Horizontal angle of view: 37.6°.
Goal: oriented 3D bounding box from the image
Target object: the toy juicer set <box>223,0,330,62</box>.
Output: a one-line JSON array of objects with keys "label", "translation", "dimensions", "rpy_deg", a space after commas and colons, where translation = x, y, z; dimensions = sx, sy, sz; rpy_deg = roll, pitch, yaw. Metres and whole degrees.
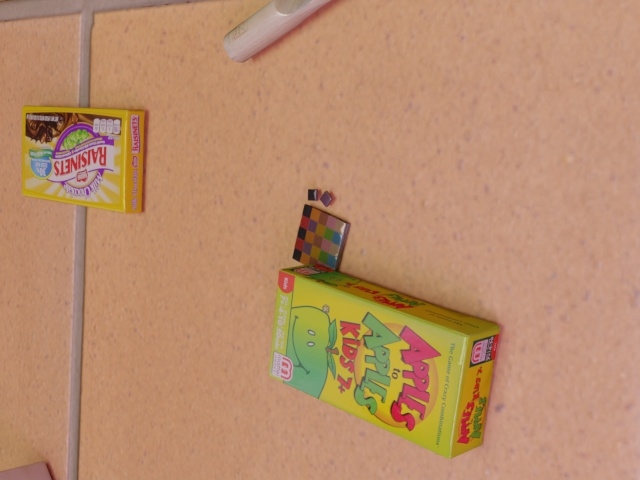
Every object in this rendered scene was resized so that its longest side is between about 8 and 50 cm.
[{"label": "toy juicer set", "translation": [-0.097, -0.278, 0.799], "dimensions": [0.209, 0.090, 0.329], "rpy_deg": [-48, 61, 34]}]

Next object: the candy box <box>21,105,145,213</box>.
[{"label": "candy box", "translation": [-0.257, -0.090, 1.002], "dimensions": [0.206, 0.027, 0.105], "rpy_deg": [9, 101, 43]}]

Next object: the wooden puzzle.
[{"label": "wooden puzzle", "translation": [0.000, 0.000, 0.777], "dimensions": [0.049, 0.006, 0.083], "rpy_deg": [27, 111, 40]}]

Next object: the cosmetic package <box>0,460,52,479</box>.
[{"label": "cosmetic package", "translation": [-0.327, 0.424, 1.035], "dimensions": [0.160, 0.113, 0.309], "rpy_deg": [-47, 61, 35]}]

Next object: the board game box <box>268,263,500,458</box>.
[{"label": "board game box", "translation": [0.042, 0.085, 0.710], "dimensions": [0.181, 0.043, 0.092], "rpy_deg": [17, 106, 40]}]
